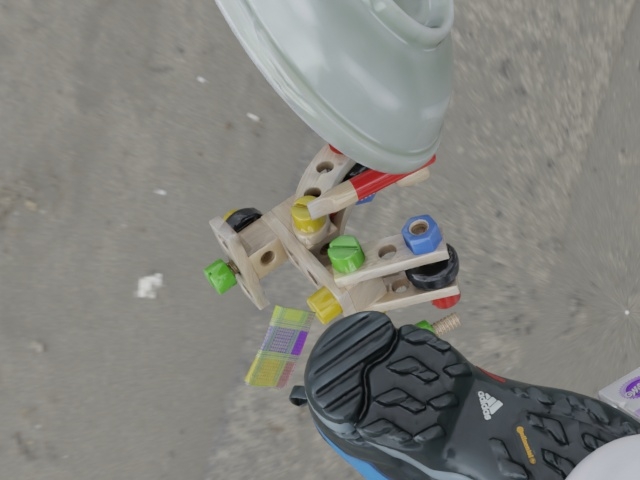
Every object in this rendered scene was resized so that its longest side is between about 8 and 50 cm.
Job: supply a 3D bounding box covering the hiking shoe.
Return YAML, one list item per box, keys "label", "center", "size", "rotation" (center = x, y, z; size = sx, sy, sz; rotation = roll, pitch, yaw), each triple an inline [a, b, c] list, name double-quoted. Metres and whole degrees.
- label: "hiking shoe"
  center: [0.126, 0.149, 1.095]
  size: [0.304, 0.132, 0.113]
  rotation: [32, 71, 5]

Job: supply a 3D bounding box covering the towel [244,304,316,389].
- label: "towel"
  center: [-0.039, 0.101, 1.531]
  size: [0.009, 0.060, 0.083]
  rotation: [29, 100, 37]

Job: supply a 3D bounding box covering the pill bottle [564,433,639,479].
- label: "pill bottle"
  center: [0.136, 0.229, 0.810]
  size: [0.153, 0.153, 0.264]
  rotation: [34, 132, 10]

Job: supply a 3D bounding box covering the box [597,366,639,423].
- label: "box"
  center: [0.347, 0.061, 1.143]
  size: [0.324, 0.063, 0.067]
  rotation: [-29, 111, -12]

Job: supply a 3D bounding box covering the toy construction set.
- label: "toy construction set"
  center: [0.000, 0.000, 1.747]
  size: [0.237, 0.309, 0.257]
  rotation: [-27, 71, -10]

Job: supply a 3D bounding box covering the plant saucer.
- label: "plant saucer"
  center: [0.026, -0.258, 1.523]
  size: [0.100, 0.400, 0.400]
  rotation: [-28, 82, 27]
